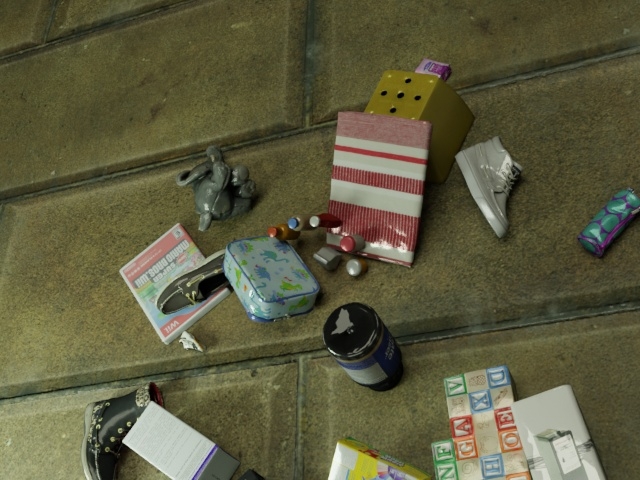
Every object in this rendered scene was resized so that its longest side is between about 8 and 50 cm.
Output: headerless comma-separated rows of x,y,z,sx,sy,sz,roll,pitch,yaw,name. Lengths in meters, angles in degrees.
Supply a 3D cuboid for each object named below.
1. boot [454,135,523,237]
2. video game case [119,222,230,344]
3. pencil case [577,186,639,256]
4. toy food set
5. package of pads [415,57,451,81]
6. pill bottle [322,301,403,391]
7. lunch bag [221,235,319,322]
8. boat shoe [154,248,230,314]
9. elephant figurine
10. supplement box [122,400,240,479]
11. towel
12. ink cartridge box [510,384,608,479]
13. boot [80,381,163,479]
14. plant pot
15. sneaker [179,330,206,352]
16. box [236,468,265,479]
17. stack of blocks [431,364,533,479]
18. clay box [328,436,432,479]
0.398,-0.131,1.881,0.123,0.095,0.258,-29,51,14,boot
-0.373,0.103,2.127,0.204,0.025,0.285,-39,52,-4,video game case
0.607,-0.037,1.747,0.152,0.064,0.070,-45,27,-7,pencil case
0.000,0.000,1.936,0.232,0.104,0.111,33,107,24,toy food set
0.291,-0.438,2.171,0.083,0.032,0.050,25,74,34,package of pads
0.095,0.225,1.711,0.122,0.219,0.123,-12,56,18,pill bottle
-0.113,0.087,1.940,0.176,0.090,0.219,-11,46,-32,lunch bag
-0.294,0.110,2.018,0.227,0.081,0.069,-36,48,-4,boat shoe
-0.290,-0.144,2.191,0.239,0.186,0.169,24,115,45,elephant figurine
-0.300,0.457,1.810,0.220,0.111,0.114,23,70,33,supplement box
0.131,-0.122,1.926,0.237,0.037,0.329,13,104,31,towel
0.435,0.417,1.446,0.114,0.198,0.273,-21,53,13,ink cartridge box
-0.444,0.440,1.898,0.178,0.085,0.236,-24,46,10,boot
0.217,-0.288,2.009,0.212,0.187,0.212,14,67,31,plant pot
-0.305,0.250,2.002,0.083,0.032,0.037,33,90,41,sneaker
-0.160,0.655,1.643,0.293,0.073,0.295,-42,53,-5,box
0.304,0.402,1.585,0.171,0.087,0.297,-15,55,16,stack of blocks
0.120,0.480,1.609,0.222,0.053,0.127,18,100,31,clay box
